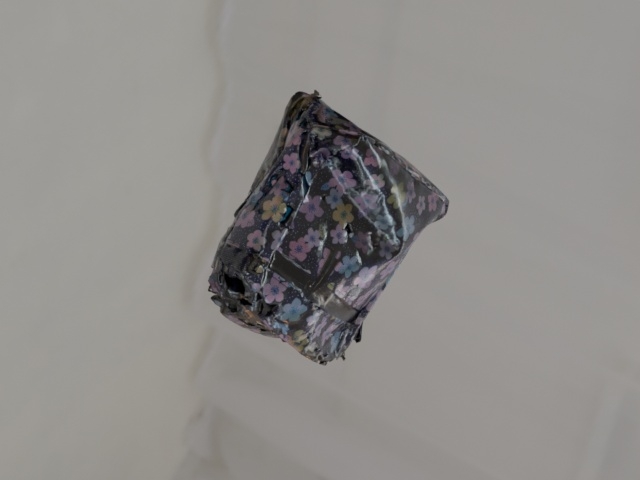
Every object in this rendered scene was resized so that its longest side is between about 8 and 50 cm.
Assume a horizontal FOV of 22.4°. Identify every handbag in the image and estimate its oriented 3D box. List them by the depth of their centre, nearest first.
[{"bbox_3d":[0.000,0.000,1.431,0.207,0.127,0.229,-55,145,0],"label":"handbag"}]
